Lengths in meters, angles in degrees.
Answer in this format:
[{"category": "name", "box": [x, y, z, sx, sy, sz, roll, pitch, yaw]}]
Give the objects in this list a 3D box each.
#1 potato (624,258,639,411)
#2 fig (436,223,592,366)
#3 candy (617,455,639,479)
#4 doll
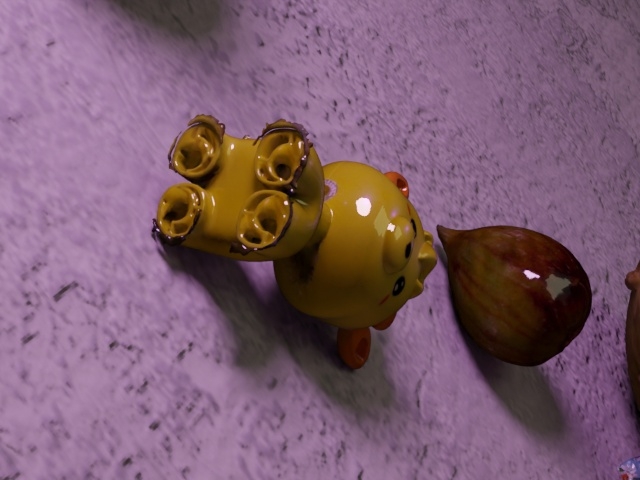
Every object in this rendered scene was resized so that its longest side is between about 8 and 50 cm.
[{"category": "potato", "box": [0.452, 0.150, 1.365, 0.442, 0.385, 0.319, 48, 44, -20]}, {"category": "fig", "box": [0.147, 0.032, 1.249, 0.154, 0.103, 0.109, 36, 18, 23]}, {"category": "candy", "box": [0.284, 0.208, 1.363, 0.083, 0.020, 0.030, 1, 59, -59]}, {"category": "doll", "box": [0.000, 0.000, 1.020, 0.221, 0.135, 0.143, 29, 69, -53]}]
